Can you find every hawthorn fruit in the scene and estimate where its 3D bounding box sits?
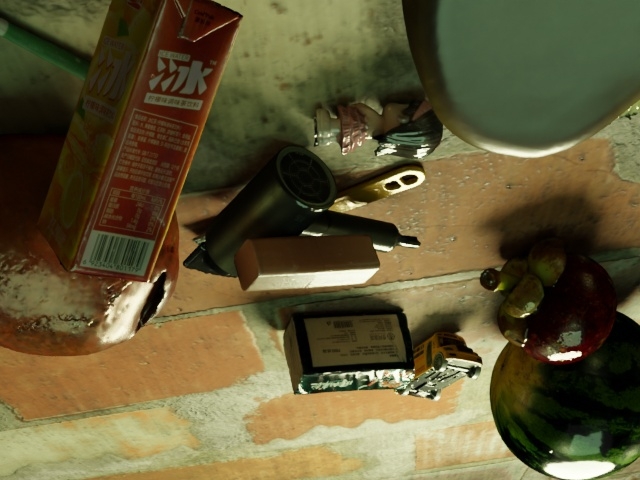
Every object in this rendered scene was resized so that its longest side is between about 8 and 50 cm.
[{"bbox_3d":[-0.275,-0.005,0.906,0.299,0.211,0.211,20,141,-42],"label":"hawthorn fruit"}]

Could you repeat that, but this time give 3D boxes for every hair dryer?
[{"bbox_3d":[0.000,0.000,1.115,0.248,0.078,0.195,12,142,-34],"label":"hair dryer"}]

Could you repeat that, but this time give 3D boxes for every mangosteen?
[{"bbox_3d":[0.288,0.074,1.307,0.181,0.156,0.146,21,179,4],"label":"mangosteen"}]

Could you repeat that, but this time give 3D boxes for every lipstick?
[{"bbox_3d":[-0.013,0.022,1.033,0.145,0.045,0.045,-1,152,-32],"label":"lipstick"}]

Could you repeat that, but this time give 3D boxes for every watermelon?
[{"bbox_3d":[0.376,0.222,1.478,0.268,0.269,0.269,-7,152,-3],"label":"watermelon"}]

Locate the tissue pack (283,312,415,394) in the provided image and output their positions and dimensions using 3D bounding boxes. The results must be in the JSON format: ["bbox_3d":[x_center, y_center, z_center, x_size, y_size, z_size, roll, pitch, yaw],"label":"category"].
[{"bbox_3d":[0.041,0.157,1.414,0.170,0.103,0.090,-1,145,-15],"label":"tissue pack"}]

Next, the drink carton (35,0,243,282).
[{"bbox_3d":[-0.143,-0.088,0.779,0.071,0.096,0.223,12,108,-35],"label":"drink carton"}]

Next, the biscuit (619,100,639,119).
[{"bbox_3d":[0.290,-0.168,0.926,0.249,0.046,0.147,-10,150,5],"label":"biscuit"}]

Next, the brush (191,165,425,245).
[{"bbox_3d":[-0.006,-0.030,1.139,0.272,0.013,0.103,-21,150,21],"label":"brush"}]

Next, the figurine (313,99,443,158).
[{"bbox_3d":[0.057,-0.103,0.977,0.129,0.054,0.072,-5,156,-3],"label":"figurine"}]

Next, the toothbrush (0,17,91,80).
[{"bbox_3d":[-0.239,-0.163,0.817,0.024,0.018,0.257,-25,148,34],"label":"toothbrush"}]

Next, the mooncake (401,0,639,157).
[{"bbox_3d":[0.164,-0.185,0.767,0.234,0.117,0.235,1,134,1],"label":"mooncake"}]

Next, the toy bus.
[{"bbox_3d":[0.177,0.189,1.540,0.069,0.074,0.162,14,148,-23],"label":"toy bus"}]
